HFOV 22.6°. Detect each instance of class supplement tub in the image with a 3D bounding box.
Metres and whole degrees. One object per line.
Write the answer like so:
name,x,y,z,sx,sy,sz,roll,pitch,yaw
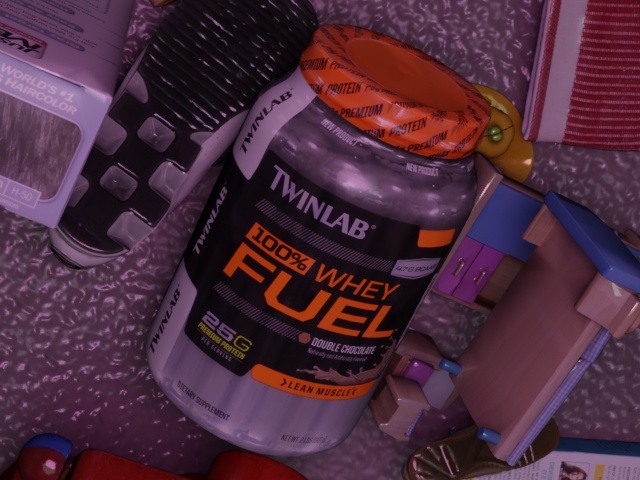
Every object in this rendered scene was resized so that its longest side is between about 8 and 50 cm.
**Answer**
supplement tub,0.000,0.000,1.374,0.207,0.207,0.338,20,114,-12

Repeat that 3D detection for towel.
towel,0.359,-0.195,1.497,0.329,0.037,0.237,3,108,-14

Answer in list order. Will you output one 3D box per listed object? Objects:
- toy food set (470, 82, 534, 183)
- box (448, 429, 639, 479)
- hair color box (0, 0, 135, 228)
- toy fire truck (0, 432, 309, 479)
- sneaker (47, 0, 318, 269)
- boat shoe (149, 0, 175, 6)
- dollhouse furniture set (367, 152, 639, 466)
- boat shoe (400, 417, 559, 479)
toy food set,0.102,-0.056,1.492,0.218,0.071,0.128,-32,104,-1
box,0.244,0.247,1.577,0.244,0.060,0.100,5,99,-9
hair color box,-0.255,-0.154,1.258,0.185,0.374,0.114,23,107,-12
toy fire truck,-0.162,0.256,1.406,0.254,0.302,0.169,26,65,-12
sneaker,-0.134,-0.106,1.433,0.122,0.146,0.330,43,68,-2
boat shoe,-0.068,-0.309,1.366,0.277,0.098,0.096,-33,93,27
dollhouse furniture set,0.201,0.115,1.402,0.198,0.303,0.286,24,107,-24
boat shoe,0.149,0.197,1.505,0.153,0.048,0.056,-19,84,-14
